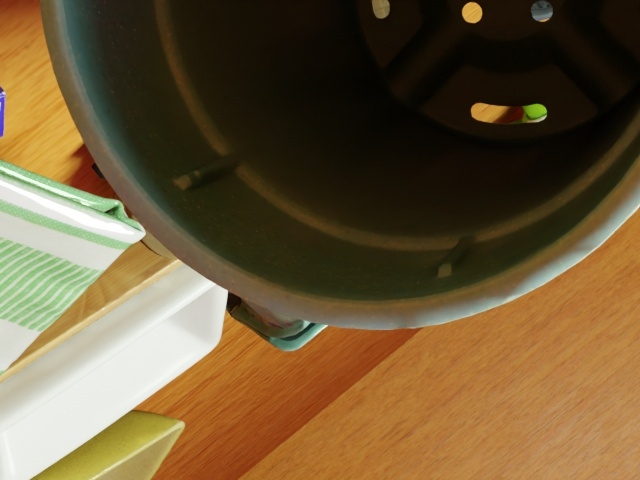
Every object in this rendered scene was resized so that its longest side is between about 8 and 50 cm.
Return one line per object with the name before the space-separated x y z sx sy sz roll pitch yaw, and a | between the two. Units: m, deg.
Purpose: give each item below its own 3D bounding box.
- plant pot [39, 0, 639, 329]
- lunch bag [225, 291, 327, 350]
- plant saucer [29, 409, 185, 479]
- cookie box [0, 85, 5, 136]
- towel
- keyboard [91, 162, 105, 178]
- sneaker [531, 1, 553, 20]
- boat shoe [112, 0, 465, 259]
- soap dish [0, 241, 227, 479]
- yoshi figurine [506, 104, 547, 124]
plant pot | 0.074 -0.158 0.668 0.341 0.341 0.334 -46 172 25
lunch bag | 0.000 0.000 1.246 0.223 0.160 0.262 -38 177 -19
plant saucer | -0.333 0.310 1.206 0.333 0.081 0.332 -28 163 -38
cookie box | -0.218 -0.082 0.541 0.092 0.107 0.040 -30 164 -31
towel | -0.300 0.062 0.752 0.325 0.038 0.248 -44 143 20
keyboard | -0.107 -0.126 0.865 0.192 0.038 0.100 -43 -171 9
sneaker | 0.293 -0.298 1.243 0.209 0.069 0.082 -38 169 -7
boat shoe | -0.028 -0.112 0.959 0.341 0.121 0.110 -32 -159 -16
soap dish | -0.227 0.096 1.038 0.291 0.118 0.229 -34 164 -19
yoshi figurine | 0.310 -0.116 1.634 0.203 0.203 0.362 -15 159 -23
